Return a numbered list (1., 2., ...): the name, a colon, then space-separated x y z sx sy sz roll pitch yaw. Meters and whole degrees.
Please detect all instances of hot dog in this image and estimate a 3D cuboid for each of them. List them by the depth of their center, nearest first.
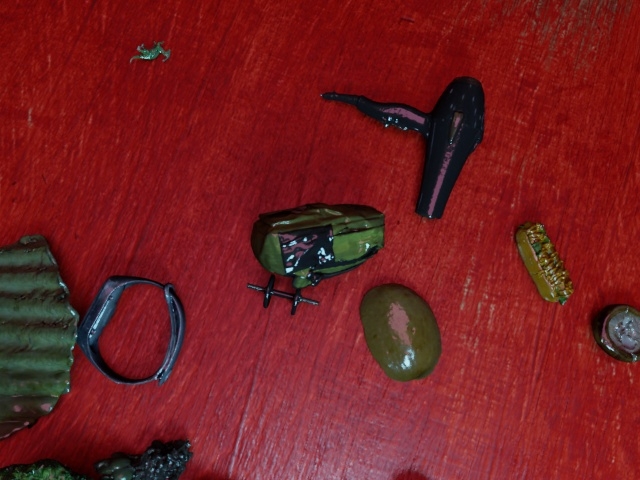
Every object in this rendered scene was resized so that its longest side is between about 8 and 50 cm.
1. hot dog: 0.465 0.047 1.062 0.072 0.055 0.188 -23 80 -9

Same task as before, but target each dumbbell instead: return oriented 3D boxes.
1. dumbbell: -0.074 0.107 1.010 0.147 0.069 0.069 14 78 0

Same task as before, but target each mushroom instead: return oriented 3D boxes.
1. mushroom: 0.612 0.188 1.045 0.123 0.052 0.123 2 81 -10

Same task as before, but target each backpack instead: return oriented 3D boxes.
1. backpack: 0.000 0.000 0.973 0.253 0.207 0.140 -10 102 -14

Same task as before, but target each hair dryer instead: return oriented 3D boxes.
1. hair dryer: 0.156 -0.230 1.099 0.360 0.120 0.303 20 92 11

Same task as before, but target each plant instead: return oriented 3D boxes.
1. plant: -0.321 0.410 0.934 0.174 0.087 0.085 -9 49 -10

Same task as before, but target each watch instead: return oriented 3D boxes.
1. watch: -0.350 0.167 0.985 0.193 0.068 0.206 27 82 -1

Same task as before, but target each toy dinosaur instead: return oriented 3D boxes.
1. toy dinosaur: -0.368 -0.403 1.120 0.062 0.021 0.083 31 77 -10

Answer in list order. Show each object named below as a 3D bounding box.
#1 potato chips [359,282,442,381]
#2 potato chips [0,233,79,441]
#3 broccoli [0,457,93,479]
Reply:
1. potato chips: 0.164 0.182 1.022 0.150 0.049 0.201 -15 86 -1
2. potato chips: -0.631 0.184 0.948 0.389 0.097 0.373 -22 82 -6
3. broccoli: -0.459 0.510 0.815 0.308 0.275 0.307 -1 105 -5
